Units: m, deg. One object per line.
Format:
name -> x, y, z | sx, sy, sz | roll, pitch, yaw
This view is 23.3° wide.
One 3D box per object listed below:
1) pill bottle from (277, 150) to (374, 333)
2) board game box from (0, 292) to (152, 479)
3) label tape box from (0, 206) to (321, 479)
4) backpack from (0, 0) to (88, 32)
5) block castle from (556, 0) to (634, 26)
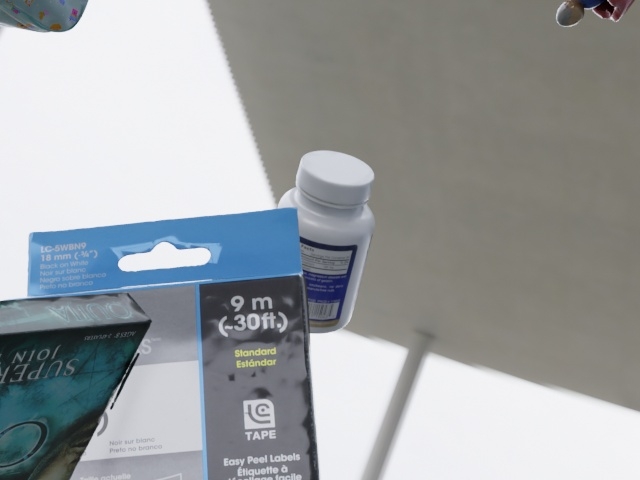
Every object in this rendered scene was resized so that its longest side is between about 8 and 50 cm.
pill bottle -> 0.000, 0.000, 1.744 | 0.112, 0.112, 0.187 | 18, -62, 8
board game box -> -0.172, 0.082, 0.675 | 0.186, 0.126, 0.026 | -2, 39, -48
label tape box -> -0.126, 0.107, 1.207 | 0.240, 0.334, 0.106 | -5, -27, 1
backpack -> -0.338, -0.295, 1.693 | 0.115, 0.152, 0.182 | 21, -9, 35
block castle -> 0.253, -0.431, 1.663 | 0.303, 0.213, 0.453 | 44, -4, 13
